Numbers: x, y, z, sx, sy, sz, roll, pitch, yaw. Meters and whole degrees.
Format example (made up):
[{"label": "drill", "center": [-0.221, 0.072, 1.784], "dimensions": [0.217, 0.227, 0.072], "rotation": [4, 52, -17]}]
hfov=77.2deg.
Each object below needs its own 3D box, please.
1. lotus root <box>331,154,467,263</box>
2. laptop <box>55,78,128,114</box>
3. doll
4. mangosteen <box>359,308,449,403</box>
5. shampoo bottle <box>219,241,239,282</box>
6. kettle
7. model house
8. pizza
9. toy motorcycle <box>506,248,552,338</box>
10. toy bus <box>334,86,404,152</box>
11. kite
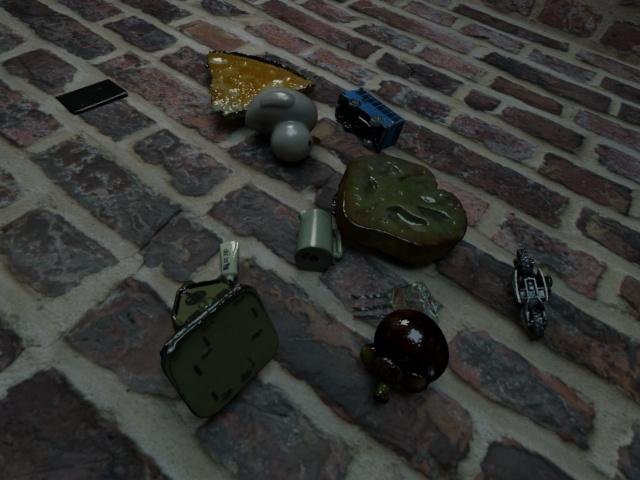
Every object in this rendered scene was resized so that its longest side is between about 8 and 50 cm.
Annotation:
[{"label": "lotus root", "center": [0.208, -0.095, 1.136], "dimensions": [0.375, 0.111, 0.390], "rotation": [-25, 59, -30]}, {"label": "laptop", "center": [-0.790, -0.503, 1.387], "dimensions": [0.135, 0.016, 0.197], "rotation": [37, 55, 22]}, {"label": "doll", "center": [-0.119, -0.356, 1.277], "dimensions": [0.251, 0.221, 0.220], "rotation": [13, 50, -3]}, {"label": "mangosteen", "center": [0.175, 0.232, 0.851], "dimensions": [0.184, 0.172, 0.172], "rotation": [-18, 54, 1]}, {"label": "shampoo bottle", "center": [-0.226, 0.064, 1.002], "dimensions": [0.049, 0.034, 0.140], "rotation": [0, 52, -16]}, {"label": "kettle", "center": [-0.001, -0.004, 1.054], "dimensions": [0.127, 0.098, 0.147], "rotation": [3, 47, 0]}, {"label": "model house", "center": [-0.266, 0.186, 0.834], "dimensions": [0.279, 0.204, 0.218], "rotation": [13, 41, 41]}, {"label": "pizza", "center": [-0.213, -0.573, 1.466], "dimensions": [0.393, 0.080, 0.434], "rotation": [-6, 53, -13]}, {"label": "toy motorcycle", "center": [0.532, 0.138, 1.018], "dimensions": [0.094, 0.129, 0.228], "rotation": [-6, 63, 15]}, {"label": "toy bus", "center": [0.170, -0.433, 1.420], "dimensions": [0.134, 0.116, 0.234], "rotation": [-30, 63, -29]}, {"label": "kite", "center": [0.183, 0.157, 1.006], "dimensions": [0.230, 0.016, 0.127], "rotation": [2, 48, -12]}]
